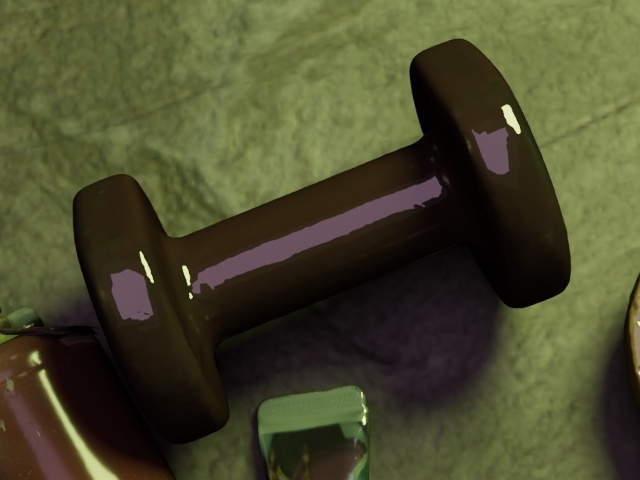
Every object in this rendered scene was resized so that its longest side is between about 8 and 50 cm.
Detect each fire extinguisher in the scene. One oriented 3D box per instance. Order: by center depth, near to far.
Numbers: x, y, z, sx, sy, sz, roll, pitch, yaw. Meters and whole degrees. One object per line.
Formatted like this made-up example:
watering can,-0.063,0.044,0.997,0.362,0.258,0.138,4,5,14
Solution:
fire extinguisher,-0.119,0.126,0.633,0.104,0.105,0.269,-31,75,-4

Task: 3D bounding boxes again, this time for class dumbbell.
dumbbell,0.000,0.000,0.639,0.225,0.124,0.140,-21,36,0

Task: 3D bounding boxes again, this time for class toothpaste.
toothpaste,0.003,0.181,0.644,0.062,0.037,0.216,-10,72,15

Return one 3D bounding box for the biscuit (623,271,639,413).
biscuit,0.241,0.074,0.644,0.181,0.049,0.208,-13,75,1
